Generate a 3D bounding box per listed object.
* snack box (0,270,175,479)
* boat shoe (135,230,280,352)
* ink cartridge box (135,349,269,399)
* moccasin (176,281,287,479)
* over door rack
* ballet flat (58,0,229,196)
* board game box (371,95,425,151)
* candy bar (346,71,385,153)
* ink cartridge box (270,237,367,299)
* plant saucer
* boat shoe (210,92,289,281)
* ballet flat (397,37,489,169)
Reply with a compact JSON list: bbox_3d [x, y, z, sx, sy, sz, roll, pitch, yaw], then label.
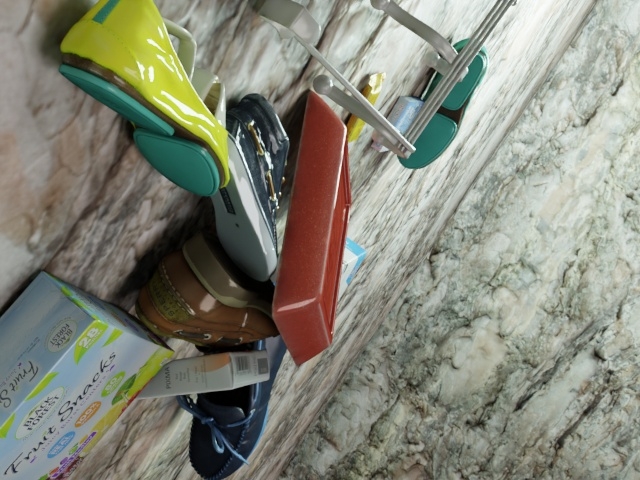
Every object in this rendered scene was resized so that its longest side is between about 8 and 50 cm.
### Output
[{"bbox_3d":[-0.236,0.133,0.640,0.174,0.070,0.207,-50,164,-8],"label":"snack box"},{"bbox_3d":[-0.116,0.069,0.834,0.104,0.111,0.307,-37,159,2],"label":"boat shoe"},{"bbox_3d":[-0.163,0.156,0.848,0.145,0.179,0.045,31,54,-76],"label":"ink cartridge box"},{"bbox_3d":[-0.144,0.215,1.076,0.116,0.137,0.342,-18,129,-60],"label":"moccasin"},{"bbox_3d":[0.077,-0.244,0.712,0.240,0.108,0.324,-55,153,2],"label":"over door rack"},{"bbox_3d":[-0.104,-0.099,0.516,0.231,0.077,0.077,60,51,-73],"label":"ballet flat"},{"bbox_3d":[0.123,-0.184,1.143,0.090,0.020,0.090,-60,164,21],"label":"board game box"},{"bbox_3d":[0.044,-0.151,0.968,0.040,0.018,0.162,-27,151,-53],"label":"candy bar"},{"bbox_3d":[-0.020,0.072,1.169,0.140,0.082,0.190,-60,163,24],"label":"ink cartridge box"},{"bbox_3d":[0.000,0.000,0.859,0.258,0.047,0.259,80,17,-68],"label":"plant saucer"},{"bbox_3d":[-0.059,-0.047,0.697,0.083,0.065,0.183,-47,142,-33],"label":"boat shoe"},{"bbox_3d":[0.206,-0.226,1.201,0.247,0.083,0.087,-62,-179,38],"label":"ballet flat"}]
